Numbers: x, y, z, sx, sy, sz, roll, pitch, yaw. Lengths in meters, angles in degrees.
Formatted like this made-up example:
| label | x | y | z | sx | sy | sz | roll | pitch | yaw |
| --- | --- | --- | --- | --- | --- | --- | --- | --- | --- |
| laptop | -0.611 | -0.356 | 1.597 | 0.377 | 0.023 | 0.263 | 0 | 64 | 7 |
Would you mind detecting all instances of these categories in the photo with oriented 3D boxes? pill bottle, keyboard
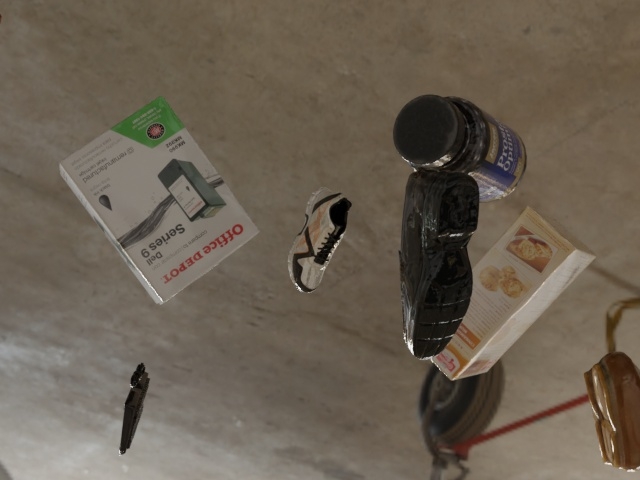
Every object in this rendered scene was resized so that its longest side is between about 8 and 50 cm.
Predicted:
| label | x | y | z | sx | sy | sz | roll | pitch | yaw |
| --- | --- | --- | --- | --- | --- | --- | --- | --- | --- |
| pill bottle | 0.191 | -0.128 | 1.226 | 0.123 | 0.122 | 0.219 | -9 | 168 | 31 |
| keyboard | -0.276 | 0.242 | 1.338 | 0.023 | 0.108 | 0.180 | 7 | -173 | -7 |

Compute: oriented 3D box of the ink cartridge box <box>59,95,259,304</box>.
| label | x | y | z | sx | sy | sz | roll | pitch | yaw |
| --- | --- | --- | --- | --- | --- | --- | --- | --- | --- |
| ink cartridge box | -0.273 | -0.065 | 1.522 | 0.289 | 0.211 | 0.121 | 54 | 164 | -5 |

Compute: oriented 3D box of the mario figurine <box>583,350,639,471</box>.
| label | x | y | z | sx | sy | sz | roll | pitch | yaw |
| --- | --- | --- | --- | --- | --- | --- | --- | --- | --- |
| mario figurine | 0.357 | 0.077 | 0.645 | 0.321 | 0.198 | 0.170 | -9 | 111 | 8 |

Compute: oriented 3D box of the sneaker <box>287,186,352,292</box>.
| label | x | y | z | sx | sy | sz | roll | pitch | yaw |
| --- | --- | --- | --- | --- | --- | --- | --- | --- | --- |
| sneaker | 0.000 | 0.000 | 0.885 | 0.040 | 0.109 | 0.044 | 16 | 177 | -40 |

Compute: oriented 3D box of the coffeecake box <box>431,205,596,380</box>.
| label | x | y | z | sx | sy | sz | roll | pitch | yaw |
| --- | --- | --- | --- | --- | --- | --- | --- | --- | --- |
| coffeecake box | 0.200 | 0.059 | 0.959 | 0.185 | 0.068 | 0.142 | -50 | 158 | 14 |

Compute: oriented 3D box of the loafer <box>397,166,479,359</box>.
| label | x | y | z | sx | sy | sz | roll | pitch | yaw |
| --- | --- | --- | --- | --- | --- | --- | --- | --- | --- |
| loafer | 0.096 | 0.019 | 0.780 | 0.062 | 0.170 | 0.061 | 1 | -166 | -35 |
